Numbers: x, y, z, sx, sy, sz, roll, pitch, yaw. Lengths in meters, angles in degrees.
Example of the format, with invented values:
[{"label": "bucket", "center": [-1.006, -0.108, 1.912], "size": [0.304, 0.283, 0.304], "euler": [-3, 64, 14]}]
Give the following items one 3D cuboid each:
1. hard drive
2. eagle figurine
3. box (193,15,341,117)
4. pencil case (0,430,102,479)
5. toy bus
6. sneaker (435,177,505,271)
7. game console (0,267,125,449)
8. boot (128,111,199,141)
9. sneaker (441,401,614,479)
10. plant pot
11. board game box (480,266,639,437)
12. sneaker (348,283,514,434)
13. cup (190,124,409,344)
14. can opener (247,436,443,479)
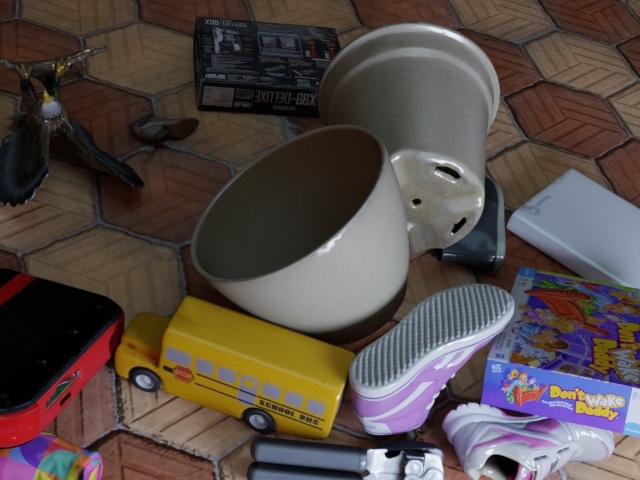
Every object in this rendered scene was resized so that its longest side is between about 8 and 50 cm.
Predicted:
[{"label": "hard drive", "center": [0.554, 0.009, 1.949], "size": [0.353, 0.047, 0.233], "euler": [35, 46, 24]}, {"label": "eagle figurine", "center": [-0.465, -0.187, 1.843], "size": [0.226, 0.225, 0.298], "euler": [-23, 76, 18]}, {"label": "box", "center": [-0.105, -0.360, 2.172], "size": [0.307, 0.076, 0.242], "euler": [2, 42, -13]}, {"label": "pencil case", "center": [-0.399, 0.285, 1.366], "size": [0.236, 0.104, 0.104], "euler": [19, 42, 9]}, {"label": "toy bus", "center": [-0.126, 0.179, 1.525], "size": [0.333, 0.130, 0.108], "euler": [19, 41, 7]}, {"label": "sneaker", "center": [0.267, -0.042, 1.906], "size": [0.118, 0.083, 0.222], "euler": [8, 42, -5]}, {"label": "game console", "center": [-0.485, 0.140, 1.464], "size": [0.342, 0.060, 0.386], "euler": [14, 22, 9]}, {"label": "boot", "center": [-0.302, -0.222, 2.000], "size": [0.087, 0.042, 0.118], "euler": [28, 36, 28]}, {"label": "sneaker", "center": [0.305, 0.309, 1.522], "size": [0.252, 0.103, 0.111], "euler": [1, 46, -3]}, {"label": "plant pot", "center": [0.160, -0.155, 1.826], "size": [0.334, 0.334, 0.305], "euler": [7, 44, -6]}, {"label": "board game box", "center": [0.394, 0.160, 1.618], "size": [0.233, 0.078, 0.347], "euler": [10, 24, 14]}, {"label": "sneaker", "center": [0.162, 0.178, 1.531], "size": [0.282, 0.161, 0.102], "euler": [-28, 46, -18]}, {"label": "cup", "center": [0.005, 0.020, 1.592], "size": [0.331, 0.237, 0.331], "euler": [-25, 33, 17]}, {"label": "can opener", "center": [0.037, 0.319, 1.471], "size": [0.280, 0.074, 0.093], "euler": [6, 7, -10]}]
